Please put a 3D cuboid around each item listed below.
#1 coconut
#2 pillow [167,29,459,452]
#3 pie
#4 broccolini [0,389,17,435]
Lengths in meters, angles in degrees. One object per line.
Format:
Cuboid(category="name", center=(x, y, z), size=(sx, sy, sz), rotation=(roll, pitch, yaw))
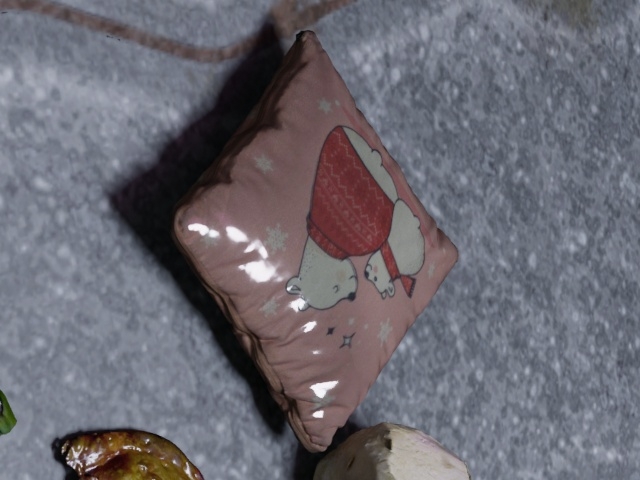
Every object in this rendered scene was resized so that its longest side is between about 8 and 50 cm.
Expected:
Cuboid(category="coconut", center=(0.060, 0.188, 1.182), size=(0.124, 0.110, 0.110), rotation=(16, 74, -42))
Cuboid(category="pillow", center=(0.000, 0.000, 1.156), size=(0.236, 0.084, 0.223), rotation=(57, 46, -30))
Cuboid(category="pie", center=(-0.096, 0.185, 1.069), size=(0.088, 0.033, 0.191), rotation=(-48, 120, -44))
Cuboid(category="broccolini", center=(-0.235, 0.008, 0.917), size=(0.071, 0.057, 0.254), rotation=(-30, 111, 0))
